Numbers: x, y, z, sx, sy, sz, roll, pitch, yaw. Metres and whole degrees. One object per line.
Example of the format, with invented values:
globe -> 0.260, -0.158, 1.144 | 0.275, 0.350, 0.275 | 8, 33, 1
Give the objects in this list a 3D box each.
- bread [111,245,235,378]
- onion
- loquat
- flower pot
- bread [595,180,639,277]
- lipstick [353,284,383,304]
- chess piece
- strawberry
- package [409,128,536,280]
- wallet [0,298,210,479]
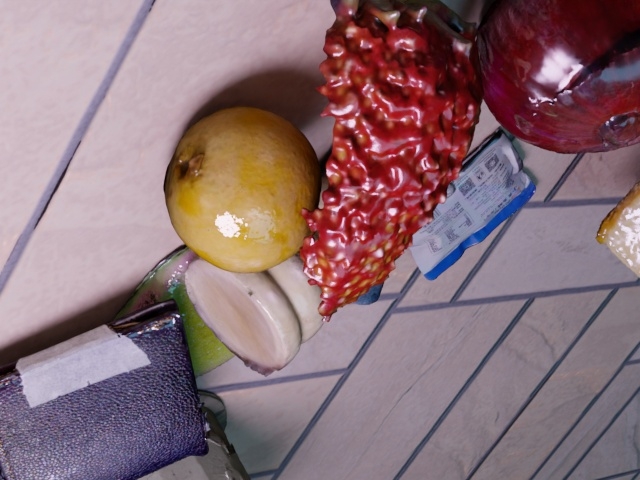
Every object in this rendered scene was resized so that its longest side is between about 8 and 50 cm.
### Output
bread -> -0.121, 0.076, 1.768 | 0.228, 0.033, 0.228 | -27, 150, -17
onion -> 0.275, -0.183, 1.678 | 0.246, 0.190, 0.246 | -13, 150, -7
loquat -> -0.069, -0.045, 1.538 | 0.137, 0.163, 0.163 | -20, 165, 37
flower pot -> -0.145, 0.305, 1.903 | 0.212, 0.202, 0.212 | -29, 147, -21
bread -> 0.514, -0.058, 2.036 | 0.279, 0.207, 0.279 | -49, 169, 25
lipstick -> 0.074, -0.029, 1.817 | 0.053, 0.053, 0.234 | -15, 142, -36
chess piece -> 0.000, 0.000, 1.687 | 0.261, 0.143, 0.143 | -42, 155, -27
strawberry -> 0.078, -0.078, 1.533 | 0.233, 0.137, 0.306 | -31, 126, -70
package -> 0.165, -0.036, 1.936 | 0.171, 0.027, 0.173 | -42, 152, 0
wallet -> -0.230, 0.175, 1.715 | 0.221, 0.071, 0.262 | -20, 145, -12
